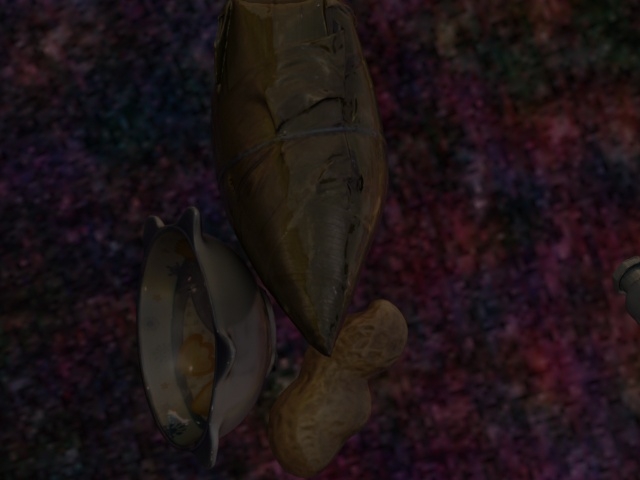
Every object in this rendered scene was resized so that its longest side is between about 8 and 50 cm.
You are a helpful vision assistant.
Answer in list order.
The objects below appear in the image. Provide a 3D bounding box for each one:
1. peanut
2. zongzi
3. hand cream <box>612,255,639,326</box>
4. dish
[{"bbox_3d":[0.018,0.166,1.943,0.228,0.104,0.085,-61,167,1],"label":"peanut"},{"bbox_3d":[0.000,0.000,1.547,0.323,0.160,0.360,70,9,-61],"label":"zongzi"},{"bbox_3d":[0.261,0.068,1.163,0.170,0.065,0.043,50,-30,47],"label":"hand cream"},{"bbox_3d":[-0.089,0.083,1.526,0.086,0.228,0.236,-4,84,-26],"label":"dish"}]
